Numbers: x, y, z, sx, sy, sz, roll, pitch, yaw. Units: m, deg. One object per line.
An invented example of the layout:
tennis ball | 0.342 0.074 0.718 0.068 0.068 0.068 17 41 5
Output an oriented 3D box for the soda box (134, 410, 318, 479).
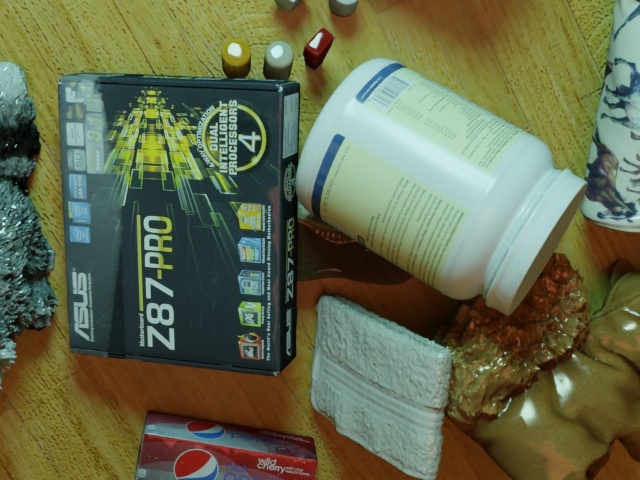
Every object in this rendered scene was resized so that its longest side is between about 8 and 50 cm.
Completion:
soda box | -0.141 0.331 1.581 0.263 0.083 0.092 11 103 -8

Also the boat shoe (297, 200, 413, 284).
boat shoe | 0.000 0.000 1.518 0.285 0.089 0.105 12 118 -4

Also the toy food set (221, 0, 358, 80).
toy food set | -0.031 -0.295 1.446 0.111 0.104 0.232 38 80 1

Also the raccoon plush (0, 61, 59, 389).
raccoon plush | -0.482 0.001 1.360 0.216 0.299 0.447 -5 104 -3

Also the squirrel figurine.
squirrel figurine | 0.358 0.162 1.492 0.397 0.281 0.370 43 91 -15

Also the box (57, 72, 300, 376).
box | -0.190 -0.027 1.440 0.318 0.097 0.395 6 104 16

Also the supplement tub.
supplement tub | 0.156 -0.069 1.377 0.324 0.235 0.235 32 100 16

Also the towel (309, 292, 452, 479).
towel | 0.075 0.197 1.479 0.049 0.282 0.187 -5 107 -35

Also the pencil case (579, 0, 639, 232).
pencil case | 0.469 -0.207 1.449 0.159 0.183 0.411 5 104 -6
